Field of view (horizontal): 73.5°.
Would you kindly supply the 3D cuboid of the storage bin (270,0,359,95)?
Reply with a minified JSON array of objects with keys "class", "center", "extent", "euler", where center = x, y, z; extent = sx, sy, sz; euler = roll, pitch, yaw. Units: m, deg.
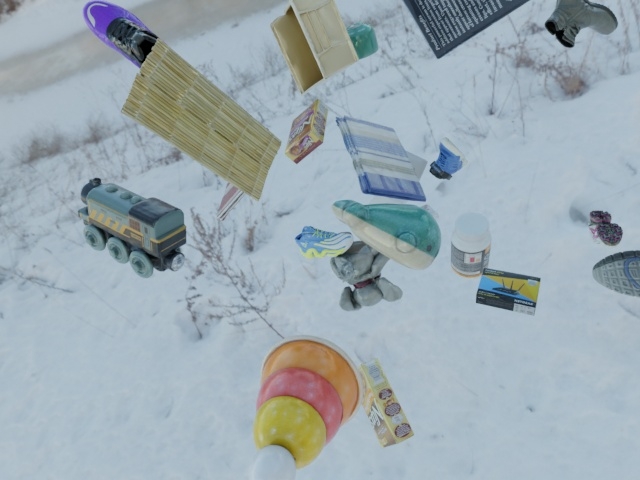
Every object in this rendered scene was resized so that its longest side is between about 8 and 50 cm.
[{"class":"storage bin","center":[-0.030,-0.603,1.283],"extent":[0.123,0.260,0.262],"euler":[-30,15,-10]}]

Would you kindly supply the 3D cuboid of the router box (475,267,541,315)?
[{"class":"router box","center":[0.617,0.165,1.411],"extent":[0.179,0.046,0.133],"euler":[10,47,27]}]

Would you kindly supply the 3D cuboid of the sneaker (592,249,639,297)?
[{"class":"sneaker","center":[0.797,0.073,0.982],"extent":[0.297,0.129,0.111],"euler":[-5,84,28]}]

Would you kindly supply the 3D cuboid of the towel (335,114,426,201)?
[{"class":"towel","center":[0.163,-0.226,1.177],"extent":[0.034,0.209,0.285],"euler":[-53,44,44]}]

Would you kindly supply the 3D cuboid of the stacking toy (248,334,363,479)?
[{"class":"stacking toy","center":[-0.087,0.520,1.222],"extent":[0.351,0.350,0.480],"euler":[-10,12,19]}]

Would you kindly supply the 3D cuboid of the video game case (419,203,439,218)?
[{"class":"video game case","center":[0.284,-0.066,1.356],"extent":[0.157,0.019,0.143],"euler":[-22,14,8]}]

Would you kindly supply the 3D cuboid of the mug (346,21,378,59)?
[{"class":"mug","center":[0.116,-0.693,1.493],"extent":[0.158,0.097,0.129],"euler":[-20,34,2]}]

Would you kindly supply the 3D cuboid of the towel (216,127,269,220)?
[{"class":"towel","center":[-0.278,-0.244,1.568],"extent":[0.237,0.037,0.329],"euler":[-40,31,37]}]

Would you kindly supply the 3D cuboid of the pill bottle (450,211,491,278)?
[{"class":"pill bottle","center":[0.632,0.024,1.803],"extent":[0.162,0.278,0.162],"euler":[-8,48,9]}]

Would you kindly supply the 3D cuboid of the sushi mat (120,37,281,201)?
[{"class":"sushi mat","center":[-0.206,-0.214,0.815],"extent":[0.019,0.316,0.151],"euler":[7,70,45]}]

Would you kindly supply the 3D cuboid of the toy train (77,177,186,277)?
[{"class":"toy train","center":[-0.489,-0.040,1.109],"extent":[0.334,0.190,0.142],"euler":[24,33,20]}]

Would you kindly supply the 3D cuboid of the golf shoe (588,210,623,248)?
[{"class":"golf shoe","center":[0.860,-0.018,1.295],"extent":[0.067,0.086,0.186],"euler":[1,30,20]}]

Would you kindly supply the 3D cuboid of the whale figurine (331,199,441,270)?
[{"class":"whale figurine","center":[0.162,-0.039,0.996],"extent":[0.141,0.272,0.216],"euler":[-60,22,4]}]

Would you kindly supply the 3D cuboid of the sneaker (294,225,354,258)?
[{"class":"sneaker","center":[0.000,0.000,1.561],"extent":[0.240,0.126,0.091],"euler":[-17,39,37]}]

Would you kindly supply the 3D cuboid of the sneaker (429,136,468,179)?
[{"class":"sneaker","center":[0.303,-0.191,1.045],"extent":[0.084,0.152,0.058],"euler":[-42,67,18]}]

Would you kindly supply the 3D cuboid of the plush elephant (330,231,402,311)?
[{"class":"plush elephant","center":[0.173,0.130,1.613],"extent":[0.272,0.255,0.330],"euler":[-10,27,28]}]

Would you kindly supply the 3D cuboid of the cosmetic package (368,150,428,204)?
[{"class":"cosmetic package","center":[0.355,-0.259,2.005],"extent":[0.155,0.365,0.197],"euler":[25,79,1]}]

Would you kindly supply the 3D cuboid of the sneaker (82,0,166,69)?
[{"class":"sneaker","center":[-0.438,-0.478,1.028],"extent":[0.102,0.293,0.146],"euler":[-53,14,1]}]

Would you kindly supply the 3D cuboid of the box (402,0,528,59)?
[{"class":"box","center":[0.399,-0.600,0.864],"extent":[0.293,0.212,0.395],"euler":[-42,15,-26]}]

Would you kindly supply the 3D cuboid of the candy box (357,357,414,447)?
[{"class":"candy box","center":[0.238,0.655,1.729],"extent":[0.087,0.183,0.316],"euler":[-15,65,-21]}]

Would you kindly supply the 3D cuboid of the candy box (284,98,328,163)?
[{"class":"candy box","center":[-0.038,-0.314,1.225],"extent":[0.109,0.053,0.186],"euler":[-33,34,32]}]

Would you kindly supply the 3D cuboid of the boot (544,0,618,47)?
[{"class":"boot","center":[0.832,-0.689,1.382],"extent":[0.161,0.246,0.083],"euler":[-66,18,-2]}]
